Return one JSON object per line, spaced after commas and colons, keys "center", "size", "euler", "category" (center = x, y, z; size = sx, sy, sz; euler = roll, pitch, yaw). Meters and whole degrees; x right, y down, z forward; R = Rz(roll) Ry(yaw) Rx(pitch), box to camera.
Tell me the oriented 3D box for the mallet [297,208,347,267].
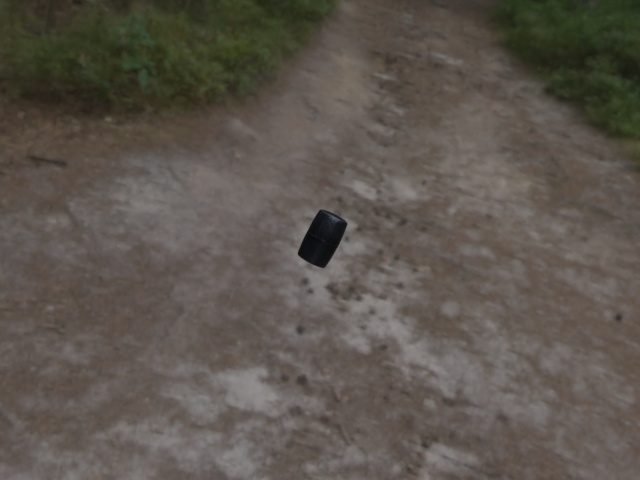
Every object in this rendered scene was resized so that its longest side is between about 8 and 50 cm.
{"center": [0.000, 0.000, 1.099], "size": [0.039, 0.062, 0.190], "euler": [27, -2, -1], "category": "mallet"}
